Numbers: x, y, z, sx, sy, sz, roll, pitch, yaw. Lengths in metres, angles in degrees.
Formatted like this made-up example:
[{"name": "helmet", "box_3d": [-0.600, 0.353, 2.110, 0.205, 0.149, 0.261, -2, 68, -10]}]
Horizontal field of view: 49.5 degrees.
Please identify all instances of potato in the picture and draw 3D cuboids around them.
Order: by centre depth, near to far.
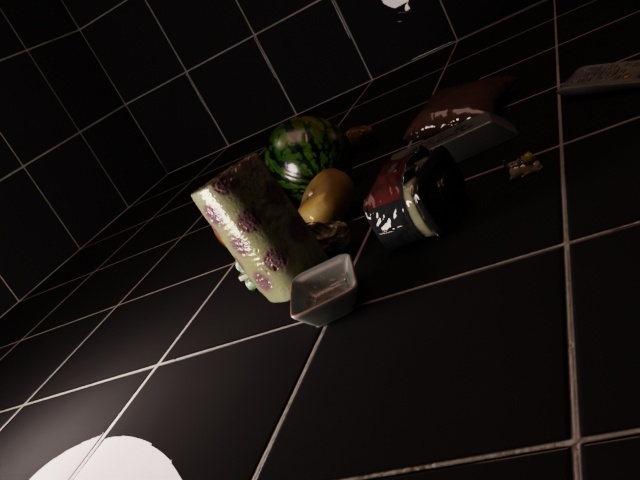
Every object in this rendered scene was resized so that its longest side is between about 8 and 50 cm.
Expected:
[{"name": "potato", "box_3d": [0.020, -0.112, 1.966, 0.234, 0.146, 0.150, -70, -2, -45]}]

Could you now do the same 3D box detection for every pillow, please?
[{"name": "pillow", "box_3d": [0.445, -0.426, 2.217, 0.305, 0.109, 0.308, -8, 30, 37]}]

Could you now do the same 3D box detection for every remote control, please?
[{"name": "remote control", "box_3d": [0.772, -0.419, 1.816, 0.109, 0.055, 0.313, -43, 27, -21]}]

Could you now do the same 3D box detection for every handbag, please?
[{"name": "handbag", "box_3d": [0.224, -0.110, 1.601, 0.181, 0.181, 0.254, -18, 24, 35]}]

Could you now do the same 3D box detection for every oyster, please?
[{"name": "oyster", "box_3d": [0.000, 0.004, 1.780, 0.208, 0.133, 0.072, -12, 61, 23]}]

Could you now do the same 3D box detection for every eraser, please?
[{"name": "eraser", "box_3d": [0.371, -0.267, 1.952, 0.352, 0.077, 0.111, -24, 19, 15]}]

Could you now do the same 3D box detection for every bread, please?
[{"name": "bread", "box_3d": [-0.134, -0.028, 1.664, 0.155, 0.338, 0.187, -20, 19, 44]}, {"name": "bread", "box_3d": [0.146, -0.385, 2.592, 0.104, 0.076, 0.233, -18, 11, -5]}]

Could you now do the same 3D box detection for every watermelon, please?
[{"name": "watermelon", "box_3d": [-0.039, -0.252, 2.185, 0.285, 0.285, 0.285, -26, 19, 9]}]

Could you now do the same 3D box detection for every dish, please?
[{"name": "dish", "box_3d": [0.016, 0.109, 1.505, 0.154, 0.064, 0.234, -27, 20, 7]}]

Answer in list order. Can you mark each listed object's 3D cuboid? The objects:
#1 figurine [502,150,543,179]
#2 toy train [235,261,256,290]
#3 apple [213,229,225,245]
[{"name": "figurine", "box_3d": [0.469, -0.175, 1.614, 0.083, 0.051, 0.047, -18, 27, 30]}, {"name": "toy train", "box_3d": [-0.174, 0.052, 1.838, 0.080, 0.125, 0.194, -27, 18, 17]}, {"name": "apple", "box_3d": [-0.209, -0.069, 2.130, 0.237, 0.207, 0.237, -45, 9, 8]}]
